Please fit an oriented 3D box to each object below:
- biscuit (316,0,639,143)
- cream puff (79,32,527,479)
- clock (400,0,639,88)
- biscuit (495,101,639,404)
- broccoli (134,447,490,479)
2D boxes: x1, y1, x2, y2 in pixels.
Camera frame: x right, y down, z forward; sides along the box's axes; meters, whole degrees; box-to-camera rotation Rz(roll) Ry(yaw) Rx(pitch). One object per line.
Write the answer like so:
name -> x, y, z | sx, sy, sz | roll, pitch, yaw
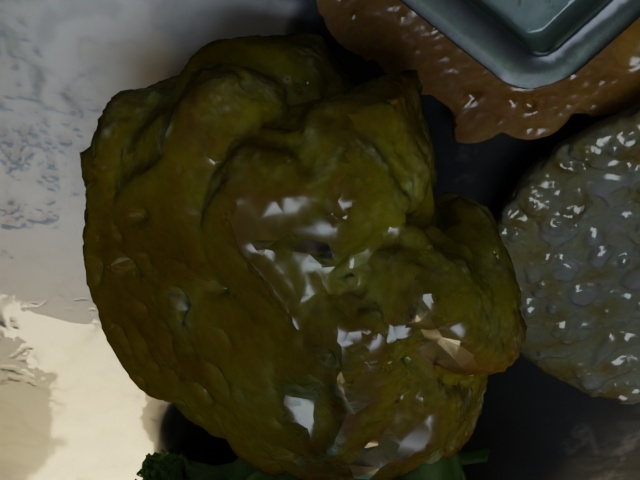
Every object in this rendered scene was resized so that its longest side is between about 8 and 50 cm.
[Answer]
biscuit -> 0.121, -0.118, 0.536 | 0.250, 0.035, 0.162 | 9, 133, -11
cream puff -> -0.013, 0.008, 0.519 | 0.244, 0.196, 0.244 | 5, 126, 7
clock -> 0.092, -0.224, 0.394 | 0.279, 0.049, 0.273 | 32, 121, -28
biscuit -> 0.173, 0.022, 0.645 | 0.141, 0.038, 0.289 | -7, 136, 7
broccoli -> 0.014, 0.245, 0.670 | 0.321, 0.310, 0.413 | -26, 160, 7
